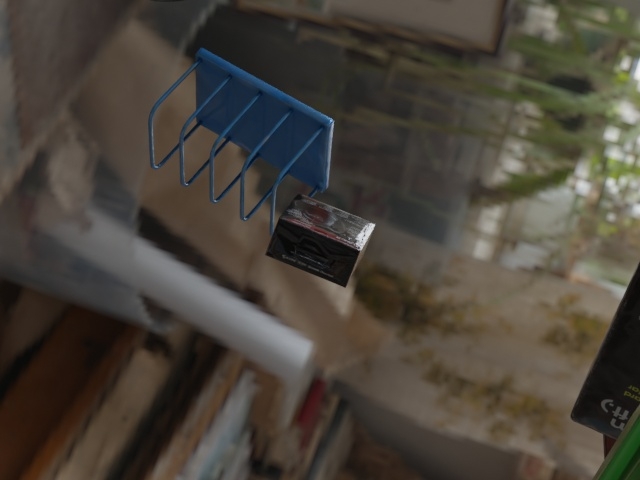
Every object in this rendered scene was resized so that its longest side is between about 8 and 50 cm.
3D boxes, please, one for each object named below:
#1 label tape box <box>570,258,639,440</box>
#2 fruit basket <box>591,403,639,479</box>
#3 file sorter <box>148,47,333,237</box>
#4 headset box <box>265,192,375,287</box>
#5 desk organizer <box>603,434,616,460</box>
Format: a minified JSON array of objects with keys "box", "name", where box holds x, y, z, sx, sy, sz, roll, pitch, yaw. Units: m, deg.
[{"box":[0.295,0.099,1.116,0.333,0.241,0.106,99,18,-57],"name":"label tape box"},{"box":[0.218,0.208,0.548,0.283,0.392,0.392,-53,162,-18],"name":"fruit basket"},{"box":[-0.087,-0.098,1.881,0.104,0.170,0.118,-51,161,-30],"name":"file sorter"},{"box":[0.000,0.000,1.247,0.083,0.062,0.032,-60,171,-71],"name":"headset box"},{"box":[0.356,0.211,1.819,0.047,0.130,0.050,64,24,-75],"name":"desk organizer"}]
